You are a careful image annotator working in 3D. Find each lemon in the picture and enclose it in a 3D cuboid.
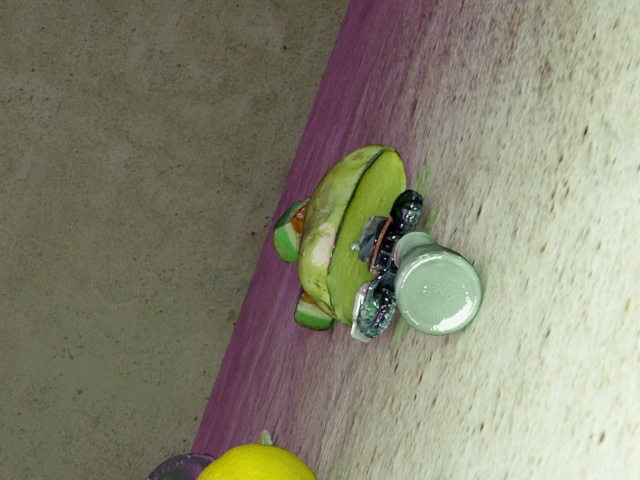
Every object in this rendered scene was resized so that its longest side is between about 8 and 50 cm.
[{"bbox_3d":[-0.080,0.346,1.154,0.203,0.178,0.178,125,164,-67],"label":"lemon"}]

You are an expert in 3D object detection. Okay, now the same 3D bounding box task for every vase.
[{"bbox_3d":[0.117,0.035,0.997,0.214,0.086,0.086,-92,24,-80],"label":"vase"}]

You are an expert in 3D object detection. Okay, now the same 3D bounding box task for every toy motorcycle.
[{"bbox_3d":[0.080,0.036,1.200,0.122,0.082,0.213,129,161,-62],"label":"toy motorcycle"}]

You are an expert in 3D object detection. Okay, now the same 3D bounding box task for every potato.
[{"bbox_3d":[0.028,-0.020,1.322,0.160,0.111,0.272,44,-118,-52],"label":"potato"}]

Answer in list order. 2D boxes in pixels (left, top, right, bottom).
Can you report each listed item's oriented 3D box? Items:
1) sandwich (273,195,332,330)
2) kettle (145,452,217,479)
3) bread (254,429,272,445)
[{"bbox_3d":[0.000,0.000,1.539,0.301,0.162,0.250,122,162,-65],"label":"sandwich"},{"bbox_3d":[-0.151,0.412,1.369,0.202,0.144,0.232,-57,-34,-23],"label":"kettle"},{"bbox_3d":[-0.129,0.459,1.687,0.193,0.036,0.112,-65,14,8],"label":"bread"}]
